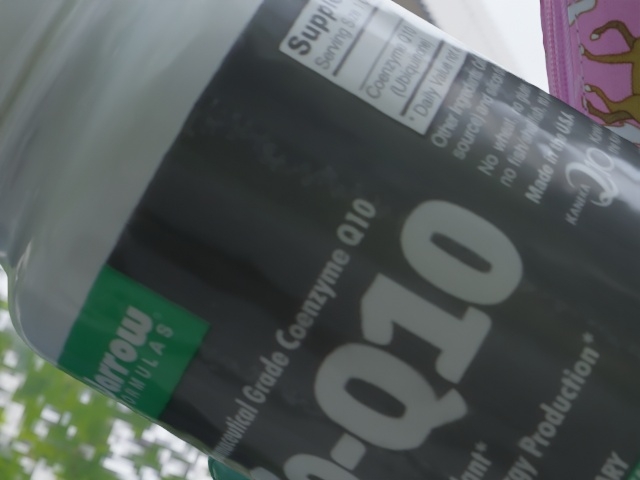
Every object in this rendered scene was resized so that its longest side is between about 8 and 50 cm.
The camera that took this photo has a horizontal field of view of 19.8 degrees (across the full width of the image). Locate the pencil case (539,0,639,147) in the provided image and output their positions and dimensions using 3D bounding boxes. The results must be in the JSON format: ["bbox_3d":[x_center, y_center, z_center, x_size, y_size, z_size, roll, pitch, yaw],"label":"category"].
[{"bbox_3d":[0.187,-0.092,0.931,0.167,0.160,0.386,3,-59,24],"label":"pencil case"}]

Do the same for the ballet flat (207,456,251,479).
[{"bbox_3d":[0.086,0.181,1.243,0.400,0.139,0.139,21,-26,44],"label":"ballet flat"}]

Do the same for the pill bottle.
[{"bbox_3d":[0.000,0.000,0.767,0.361,0.204,0.204,30,-36,0],"label":"pill bottle"}]
